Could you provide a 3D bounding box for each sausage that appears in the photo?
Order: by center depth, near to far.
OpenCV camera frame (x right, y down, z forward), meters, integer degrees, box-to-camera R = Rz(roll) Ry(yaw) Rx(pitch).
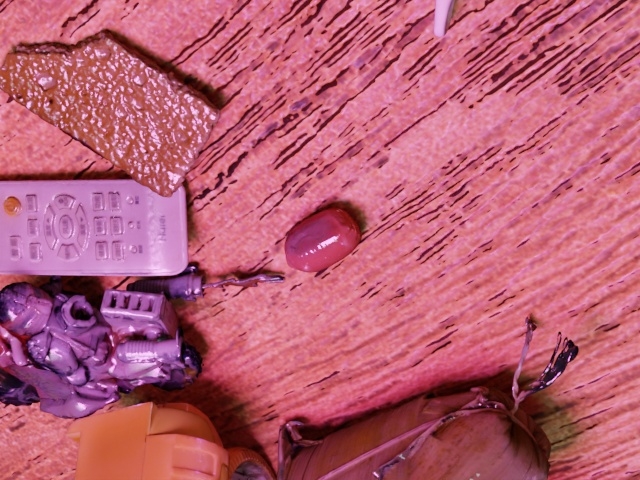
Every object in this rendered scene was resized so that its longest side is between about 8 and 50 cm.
[{"bbox_3d":[0.000,0.000,1.541,0.094,0.054,0.059,-28,72,27],"label":"sausage"}]

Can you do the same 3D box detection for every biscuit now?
[{"bbox_3d":[-0.230,-0.156,1.515,0.237,0.026,0.131,34,118,1],"label":"biscuit"}]

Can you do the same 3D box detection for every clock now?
[{"bbox_3d":[-0.159,0.351,1.693,0.200,0.244,0.317,-8,150,24],"label":"clock"}]

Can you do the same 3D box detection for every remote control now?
[{"bbox_3d":[-0.297,-0.017,1.618,0.313,0.055,0.109,0,97,18],"label":"remote control"}]

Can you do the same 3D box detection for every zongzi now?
[{"bbox_3d":[0.108,0.322,1.528,0.447,0.418,0.181,-27,117,34],"label":"zongzi"}]

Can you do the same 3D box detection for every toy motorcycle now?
[{"bbox_3d":[-0.237,0.109,1.636,0.401,0.134,0.207,-5,138,14],"label":"toy motorcycle"}]

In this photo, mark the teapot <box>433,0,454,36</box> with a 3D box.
[{"bbox_3d":[0.125,-0.287,1.302,0.145,0.092,0.226,15,129,7],"label":"teapot"}]
